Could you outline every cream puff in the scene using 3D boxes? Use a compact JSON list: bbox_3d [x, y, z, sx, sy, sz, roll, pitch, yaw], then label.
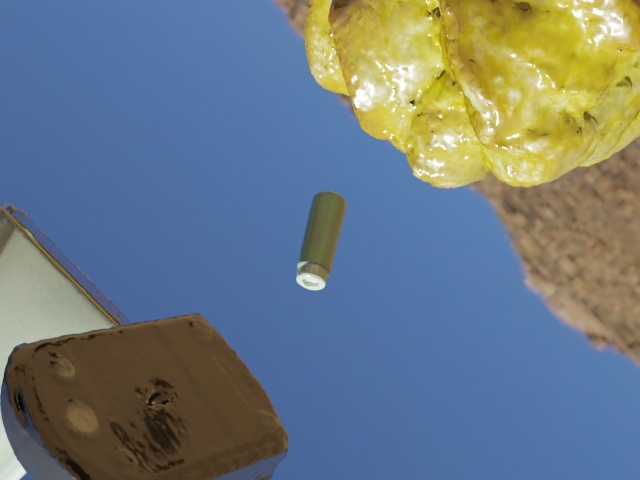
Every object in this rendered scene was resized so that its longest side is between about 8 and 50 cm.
[{"bbox_3d":[0.108,-0.146,0.859,0.244,0.244,0.196,56,170,27],"label":"cream puff"}]

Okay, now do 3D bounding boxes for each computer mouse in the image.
[{"bbox_3d":[-0.155,0.156,1.252,0.269,0.100,0.170,-7,-124,-53],"label":"computer mouse"}]

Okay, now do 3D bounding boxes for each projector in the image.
[{"bbox_3d":[-0.381,0.125,1.849,0.248,0.249,0.248,46,176,-8],"label":"projector"}]

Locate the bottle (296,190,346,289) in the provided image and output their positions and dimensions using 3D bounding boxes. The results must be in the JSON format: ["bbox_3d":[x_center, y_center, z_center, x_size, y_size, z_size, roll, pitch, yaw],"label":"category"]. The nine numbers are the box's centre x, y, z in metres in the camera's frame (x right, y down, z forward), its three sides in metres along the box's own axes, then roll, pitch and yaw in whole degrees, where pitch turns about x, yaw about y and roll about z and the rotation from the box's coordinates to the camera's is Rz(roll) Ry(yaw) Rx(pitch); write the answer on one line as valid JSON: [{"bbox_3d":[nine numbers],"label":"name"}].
[{"bbox_3d":[0.000,0.000,1.283,0.030,0.030,0.083,34,-126,-31],"label":"bottle"}]
